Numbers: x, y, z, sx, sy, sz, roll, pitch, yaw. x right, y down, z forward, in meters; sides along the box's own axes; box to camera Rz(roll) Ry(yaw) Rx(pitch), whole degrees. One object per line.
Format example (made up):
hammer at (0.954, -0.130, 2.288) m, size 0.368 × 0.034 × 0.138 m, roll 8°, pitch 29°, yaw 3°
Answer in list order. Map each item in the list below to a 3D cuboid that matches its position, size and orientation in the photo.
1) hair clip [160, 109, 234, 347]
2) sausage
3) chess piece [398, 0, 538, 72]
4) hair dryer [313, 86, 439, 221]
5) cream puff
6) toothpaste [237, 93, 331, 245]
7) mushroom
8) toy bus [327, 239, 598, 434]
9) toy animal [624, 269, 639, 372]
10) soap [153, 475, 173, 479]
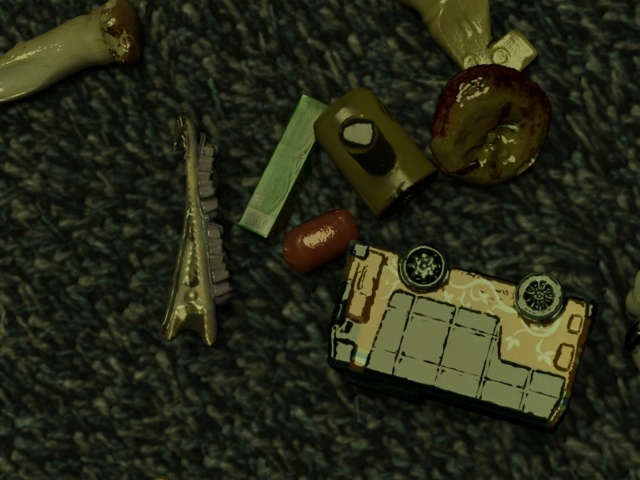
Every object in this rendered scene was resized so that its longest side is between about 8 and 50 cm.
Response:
hair clip at (-0.143, -0.014, 1.665) m, size 0.084 × 0.106 × 0.292 m, roll -1°, pitch 73°, yaw -3°
sausage at (0.000, 0.000, 1.658) m, size 0.094 × 0.059 × 0.054 m, roll -27°, pitch 95°, yaw 1°
chess piece at (0.165, -0.258, 1.688) m, size 0.090 × 0.090 × 0.200 m, roll -39°, pitch 84°, yaw -1°
hair dryer at (0.048, -0.108, 1.552) m, size 0.090 × 0.278 × 0.135 m, roll -37°, pitch 82°, yaw 4°
cream puff at (0.186, -0.134, 1.626) m, size 0.149 × 0.149 × 0.084 m, roll -27°, pitch 34°, yaw 3°
toothpaste at (-0.038, -0.083, 1.698) m, size 0.043 × 0.037 × 0.179 m, roll 24°, pitch 82°, yaw 18°
mushroom at (-0.316, -0.226, 1.770) m, size 0.209 × 0.071 × 0.084 m, roll -22°, pitch 106°, yaw 8°
toy bus at (0.149, 0.104, 1.568) m, size 0.275 × 0.138 × 0.167 m, roll 16°, pitch 82°, yaw 11°
toy animal at (0.432, 0.108, 1.505) m, size 0.204 × 0.156 × 0.208 m, roll -39°, pitch 57°, yaw 3°
soap at (-0.139, 0.470, 1.515) m, size 0.338 × 0.169 × 0.304 m, roll 40°, pitch 86°, yaw 18°
